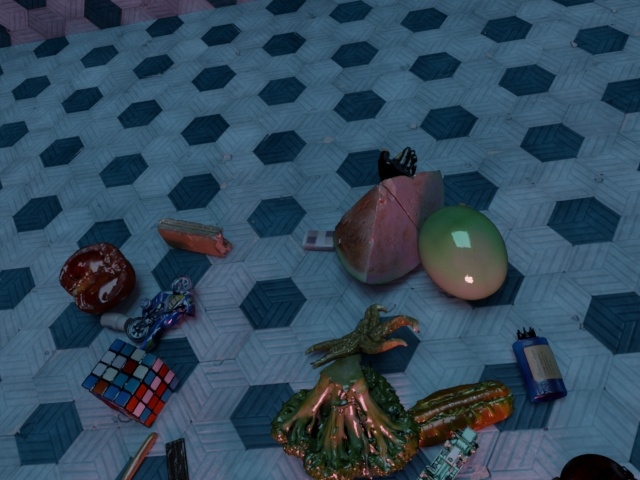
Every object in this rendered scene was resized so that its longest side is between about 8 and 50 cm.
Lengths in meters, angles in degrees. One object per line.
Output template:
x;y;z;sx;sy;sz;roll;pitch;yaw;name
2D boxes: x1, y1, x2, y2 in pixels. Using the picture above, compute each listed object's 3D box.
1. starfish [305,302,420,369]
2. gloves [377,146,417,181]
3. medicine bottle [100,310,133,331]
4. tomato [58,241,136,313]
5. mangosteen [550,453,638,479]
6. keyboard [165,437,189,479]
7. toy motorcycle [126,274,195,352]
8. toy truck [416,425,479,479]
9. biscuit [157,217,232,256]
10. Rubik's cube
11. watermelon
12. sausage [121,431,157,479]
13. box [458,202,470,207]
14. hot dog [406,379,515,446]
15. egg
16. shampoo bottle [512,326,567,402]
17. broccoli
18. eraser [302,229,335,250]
0.103;0.258;1.377;0.303;0.060;0.299;-25;13;2;starfish
0.254;-0.242;1.775;0.129;0.106;0.180;9;28;18;gloves
-0.611;0.244;1.617;0.089;0.052;0.052;11;57;20;medicine bottle
-0.670;0.126;1.664;0.200;0.139;0.233;-39;65;-11;tomato
0.550;0.532;1.077;0.200;0.199;0.199;-6;53;8;mangosteen
-0.355;0.572;1.338;0.053;0.010;0.155;-18;52;-2;keyboard
-0.455;0.220;1.580;0.136;0.092;0.254;39;78;23;toy motorcycle
0.288;0.497;1.199;0.067;0.081;0.175;33;72;31;toy truck
-0.404;-0.011;1.727;0.239;0.108;0.061;9;58;19;biscuit
-0.498;0.377;1.426;0.154;0.155;0.151;16;59;22;Rubik's cube
0.184;-0.049;1.582;0.292;0.318;0.222;-4;6;-38;watermelon
-0.460;0.550;1.370;0.024;0.024;0.132;16;59;23;sausage
0.410;-0.059;1.597;0.035;0.079;0.083;29;64;31;box
0.327;0.402;1.277;0.269;0.072;0.115;-22;44;-3;hot dog
0.380;0.032;1.444;0.221;0.220;0.269;-22;61;-4;egg
0.530;0.299;1.317;0.087;0.050;0.182;-12;52;7;shampoo bottle
0.059;0.398;1.209;0.321;0.283;0.304;-24;39;-28;broccoli
0.000;0.000;1.679;0.105;0.026;0.065;1;51;14;eraser
